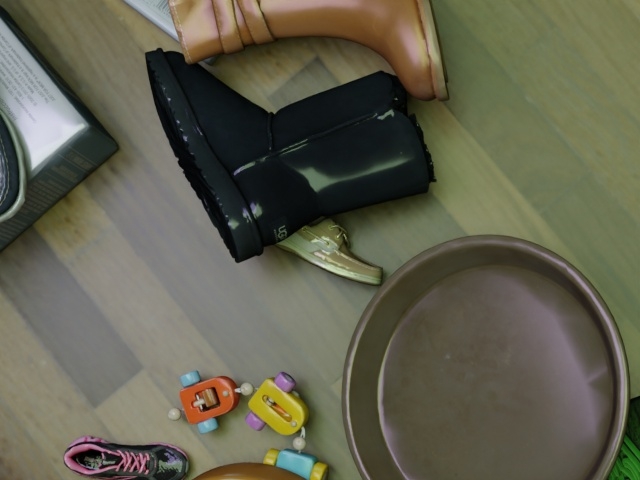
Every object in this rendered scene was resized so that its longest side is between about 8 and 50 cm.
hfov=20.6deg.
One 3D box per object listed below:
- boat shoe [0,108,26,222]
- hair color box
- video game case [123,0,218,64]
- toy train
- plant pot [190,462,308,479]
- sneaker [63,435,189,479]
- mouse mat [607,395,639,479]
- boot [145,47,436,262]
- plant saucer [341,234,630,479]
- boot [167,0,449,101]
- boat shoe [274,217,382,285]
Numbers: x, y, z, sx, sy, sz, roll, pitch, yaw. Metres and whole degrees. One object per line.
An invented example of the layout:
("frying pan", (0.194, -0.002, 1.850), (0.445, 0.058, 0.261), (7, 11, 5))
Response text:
("boat shoe", (-0.339, -0.132, 1.559), (0.095, 0.079, 0.254), (-25, 79, 4))
("hair color box", (-0.397, -0.043, 1.654), (0.374, 0.113, 0.185), (-40, 79, 1))
("video game case", (-0.128, -0.298, 1.694), (0.201, 0.023, 0.183), (37, 89, 11))
("toy train", (-0.059, 0.184, 1.617), (0.125, 0.046, 0.166), (-26, 84, 18))
("plant pot", (-0.084, 0.309, 1.508), (0.205, 0.188, 0.205), (2, 96, 16))
("sneaker", (-0.182, 0.205, 1.623), (0.119, 0.057, 0.047), (3, 82, 7))
("mouse mat", (0.280, 0.236, 1.520), (0.007, 0.152, 0.190), (-17, 78, -30))
("boot", (-0.029, -0.108, 1.626), (0.207, 0.094, 0.246), (-22, 57, -13))
("plant saucer", (0.146, 0.134, 1.551), (0.278, 0.041, 0.278), (-4, 81, 30))
("boot", (-0.022, -0.209, 1.588), (0.220, 0.109, 0.283), (-24, 73, -4))
("boat shoe", (0.000, 0.000, 1.626), (0.135, 0.050, 0.045), (25, 92, 10))
